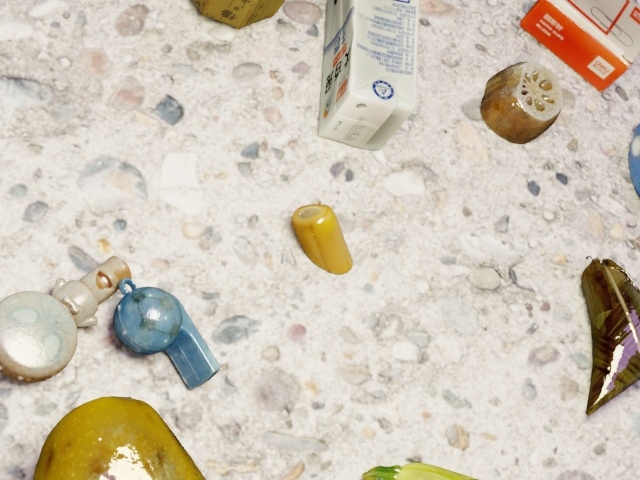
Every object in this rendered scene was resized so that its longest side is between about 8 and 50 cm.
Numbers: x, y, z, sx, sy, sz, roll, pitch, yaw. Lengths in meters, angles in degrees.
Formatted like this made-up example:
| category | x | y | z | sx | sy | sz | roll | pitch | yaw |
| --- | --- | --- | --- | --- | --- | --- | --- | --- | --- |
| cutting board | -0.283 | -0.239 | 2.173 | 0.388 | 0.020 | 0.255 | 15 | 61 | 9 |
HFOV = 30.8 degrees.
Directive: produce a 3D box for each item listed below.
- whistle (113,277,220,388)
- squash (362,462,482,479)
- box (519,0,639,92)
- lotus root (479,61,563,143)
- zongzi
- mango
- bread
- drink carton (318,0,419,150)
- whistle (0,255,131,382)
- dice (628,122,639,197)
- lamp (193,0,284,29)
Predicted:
| category | x | y | z | sx | sy | sz | roll | pitch | yaw |
| --- | --- | --- | --- | --- | --- | --- | --- | --- | --- |
| whistle | -0.197 | 0.112 | 1.394 | 0.090 | 0.090 | 0.158 | -27 | 80 | -30 |
| squash | 0.149 | 0.321 | 1.443 | 0.200 | 0.075 | 0.090 | 26 | 85 | -8 |
| box | 0.430 | -0.351 | 1.858 | 0.182 | 0.099 | 0.133 | 41 | 56 | -1 |
| lotus root | 0.312 | -0.210 | 1.763 | 0.112 | 0.081 | 0.122 | 27 | 59 | -18 |
| zongzi | 0.390 | 0.127 | 1.637 | 0.184 | 0.084 | 0.187 | -29 | 73 | -20 |
| mango | -0.189 | 0.327 | 1.254 | 0.177 | 0.175 | 0.329 | -36 | 80 | 14 |
| bread | 0.000 | 0.001 | 1.553 | 0.062 | 0.103 | 0.049 | 0 | 43 | 25 |
| drink carton | 0.070 | -0.296 | 1.668 | 0.107 | 0.130 | 0.314 | 12 | 64 | -15 |
| whistle | -0.312 | 0.090 | 1.375 | 0.107 | 0.057 | 0.220 | 49 | 54 | -2 |
| dice | 0.569 | -0.126 | 1.783 | 0.143 | 0.146 | 0.146 | 4 | 65 | -19 |
| lamp | -0.105 | -0.390 | 1.608 | 0.161 | 0.185 | 0.161 | 8 | 66 | -17 |
